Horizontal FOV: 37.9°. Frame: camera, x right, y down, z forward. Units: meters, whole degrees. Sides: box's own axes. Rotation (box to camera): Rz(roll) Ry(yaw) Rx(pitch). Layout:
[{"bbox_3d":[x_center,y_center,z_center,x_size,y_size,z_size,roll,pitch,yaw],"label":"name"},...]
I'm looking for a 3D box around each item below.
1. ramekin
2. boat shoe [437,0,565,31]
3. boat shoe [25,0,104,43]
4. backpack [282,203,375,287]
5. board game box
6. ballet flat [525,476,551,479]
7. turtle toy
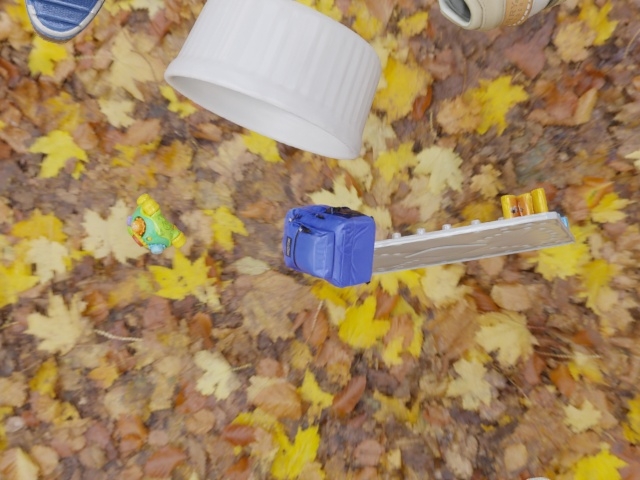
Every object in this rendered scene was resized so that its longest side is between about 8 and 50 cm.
[{"bbox_3d":[-0.054,-0.221,1.234,0.277,0.277,0.135,21,87,4],"label":"ramekin"},{"bbox_3d":[0.089,-0.306,0.739,0.103,0.113,0.302,-28,80,-17],"label":"boat shoe"},{"bbox_3d":[-0.209,-0.230,0.780,0.066,0.066,0.183,16,59,-20],"label":"boat shoe"},{"bbox_3d":[0.000,0.000,1.202,0.101,0.120,0.098,-2,106,-40],"label":"backpack"},{"bbox_3d":[0.203,-0.004,1.524,0.390,0.390,0.050,-10,82,18],"label":"board game box"},{"bbox_3d":[0.153,0.378,0.765,0.139,0.139,0.400,20,103,4],"label":"ballet flat"},{"bbox_3d":[-0.276,-0.022,1.508,0.066,0.130,0.095,-41,113,-8],"label":"turtle toy"}]
